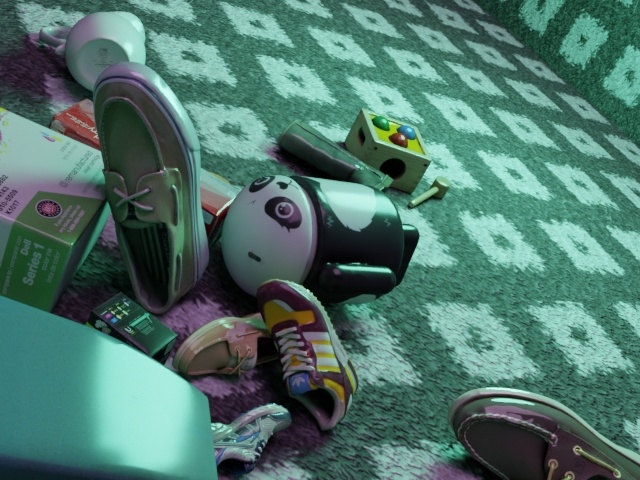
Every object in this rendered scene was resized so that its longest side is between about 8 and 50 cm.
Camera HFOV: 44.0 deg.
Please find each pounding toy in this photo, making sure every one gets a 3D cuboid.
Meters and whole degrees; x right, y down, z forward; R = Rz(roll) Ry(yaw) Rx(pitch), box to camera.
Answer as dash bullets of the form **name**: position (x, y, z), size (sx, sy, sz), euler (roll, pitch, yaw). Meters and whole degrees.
- **pounding toy**: position (0.170, -0.151, 1.519), size (0.205, 0.094, 0.181), euler (15, 33, -21)

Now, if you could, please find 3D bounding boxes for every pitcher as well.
- **pitcher**: position (-0.379, -0.318, 1.307), size (0.177, 0.126, 0.207), euler (-2, 28, -11)

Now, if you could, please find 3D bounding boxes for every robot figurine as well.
- **robot figurine**: position (0.002, -0.001, 1.079), size (0.278, 0.209, 0.174), euler (4, 77, -36)

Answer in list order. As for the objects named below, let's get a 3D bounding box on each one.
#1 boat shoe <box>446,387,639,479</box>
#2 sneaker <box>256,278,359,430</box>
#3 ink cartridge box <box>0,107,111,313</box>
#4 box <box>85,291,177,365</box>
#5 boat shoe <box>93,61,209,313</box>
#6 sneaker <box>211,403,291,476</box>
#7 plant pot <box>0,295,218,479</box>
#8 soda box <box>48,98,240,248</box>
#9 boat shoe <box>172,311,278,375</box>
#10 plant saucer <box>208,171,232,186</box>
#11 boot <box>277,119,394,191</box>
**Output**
- **boat shoe**: position (0.303, 0.287, 0.972), size (0.324, 0.117, 0.097), euler (29, 27, -11)
- **sneaker**: position (-0.019, 0.131, 0.916), size (0.186, 0.069, 0.084), euler (55, 31, -15)
- **ink cartridge box**: position (-0.391, -0.058, 0.896), size (0.278, 0.117, 0.201), euler (24, 31, -8)
- **box**: position (-0.208, 0.109, 0.856), size (0.083, 0.062, 0.052), euler (35, 32, 10)
- **boat shoe**: position (-0.190, -0.049, 0.899), size (0.109, 0.303, 0.094), euler (0, 36, 14)
- **sneaker**: position (-0.081, 0.216, 0.828), size (0.135, 0.052, 0.058), euler (-13, 60, -39)
- **plant pot**: position (-0.216, 0.178, 0.665), size (0.234, 0.166, 0.166), euler (21, 31, -29)
- **soda box**: position (-0.247, -0.086, 1.091), size (0.263, 0.083, 0.092), euler (31, 31, 2)
- **boat shoe**: position (-0.095, 0.126, 0.925), size (0.059, 0.063, 0.170), euler (39, 31, 27)
- **plant saucer**: position (-0.167, -0.081, 1.217), size (0.083, 0.013, 0.084), euler (21, 32, -14)
- **boot**: position (0.019, -0.132, 1.387), size (0.208, 0.076, 0.189), euler (38, 17, 2)
